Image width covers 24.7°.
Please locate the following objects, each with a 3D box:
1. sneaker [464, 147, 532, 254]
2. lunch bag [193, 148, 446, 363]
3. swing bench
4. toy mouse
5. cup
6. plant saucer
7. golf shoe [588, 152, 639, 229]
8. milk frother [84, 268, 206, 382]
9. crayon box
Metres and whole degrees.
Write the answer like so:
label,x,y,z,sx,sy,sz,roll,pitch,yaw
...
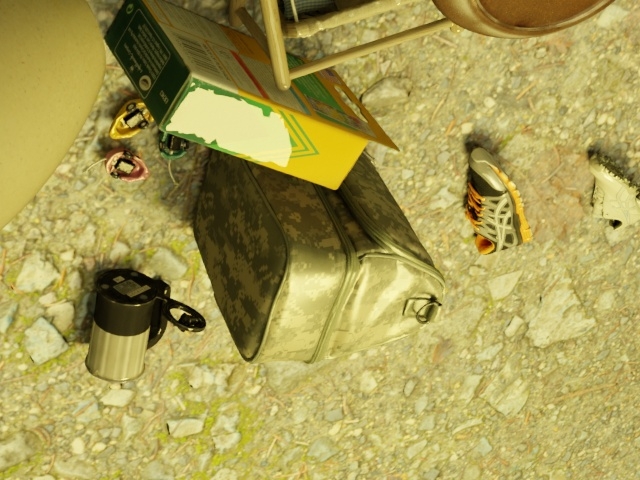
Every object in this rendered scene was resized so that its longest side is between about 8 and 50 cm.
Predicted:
label,x,y,z,sx,sy,sz,roll,pitch,yaw
sneaker,0.250,-0.050,2.149,0.083,0.084,0.215,-28,136,0
lunch bag,0.000,0.000,1.894,0.256,0.305,0.212,2,127,-27
swing bench,0.026,-0.348,1.693,0.253,0.165,0.254,-21,138,-17
toy mouse,-0.220,-0.120,1.851,0.161,0.031,0.143,-38,135,3
cup,-0.371,-0.181,1.552,0.237,0.331,0.331,-37,142,-36
plant saucer,0.269,-0.341,1.665,0.311,0.050,0.310,-15,141,-12
golf shoe,0.450,-0.067,2.264,0.086,0.069,0.176,-41,134,14
milk frother,-0.235,0.128,1.967,0.129,0.143,0.134,-10,128,-33
crayon box,-0.081,-0.172,1.767,0.323,0.203,0.083,17,116,-38
